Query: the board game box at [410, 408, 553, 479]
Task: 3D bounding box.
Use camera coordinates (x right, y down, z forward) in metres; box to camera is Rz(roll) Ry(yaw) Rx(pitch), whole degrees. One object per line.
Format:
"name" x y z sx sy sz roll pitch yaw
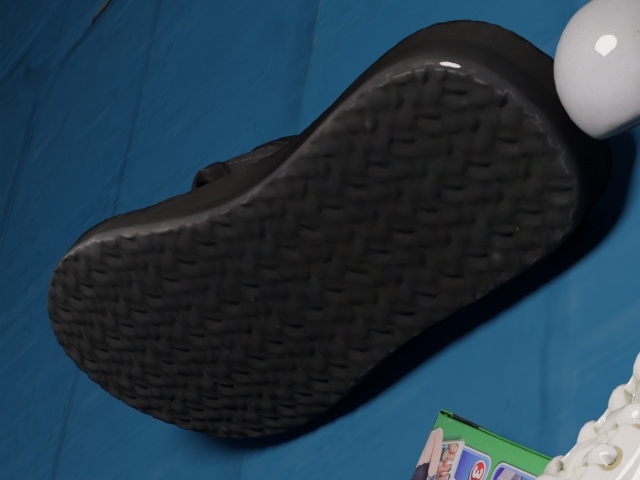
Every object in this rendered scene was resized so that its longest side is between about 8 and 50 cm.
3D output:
"board game box" 0.051 0.244 0.795 0.317 0.046 0.213 -66 23 -4

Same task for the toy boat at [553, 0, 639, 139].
"toy boat" 0.187 -0.189 0.738 0.267 0.148 0.318 29 116 27

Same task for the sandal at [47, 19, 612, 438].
"sandal" 0.002 0.001 1.059 0.446 0.167 0.107 -27 17 46

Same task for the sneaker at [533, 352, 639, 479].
"sneaker" 0.106 0.095 0.642 0.106 0.123 0.290 -20 -56 -88
